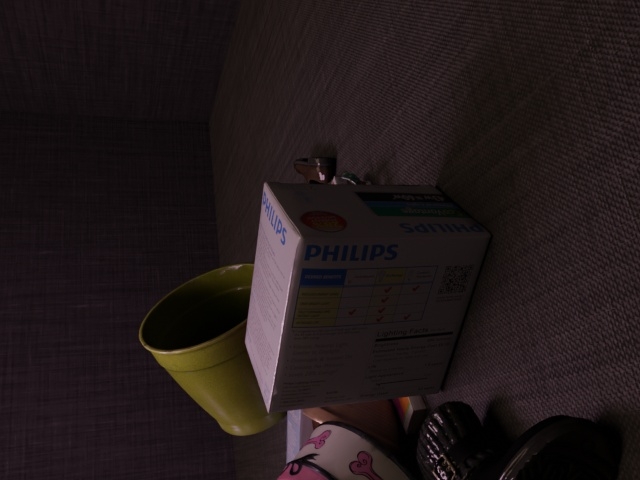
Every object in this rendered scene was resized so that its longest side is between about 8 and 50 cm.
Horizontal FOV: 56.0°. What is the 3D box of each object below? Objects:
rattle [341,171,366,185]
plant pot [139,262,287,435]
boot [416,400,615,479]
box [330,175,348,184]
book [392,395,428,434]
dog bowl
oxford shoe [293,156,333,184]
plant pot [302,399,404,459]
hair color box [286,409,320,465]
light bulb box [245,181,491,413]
[{"bbox_3d":[0.117,-0.124,1.407,0.142,0.130,0.199,-58,9,39],"label":"rattle"},{"bbox_3d":[-0.226,0.304,1.580,0.353,0.367,0.366,69,170,-25],"label":"plant pot"},{"bbox_3d":[0.264,0.327,0.910,0.260,0.131,0.348,-96,29,-62],"label":"boot"},{"bbox_3d":[0.052,-0.059,1.635,0.145,0.038,0.186,115,147,-52],"label":"box"},{"bbox_3d":[0.178,0.329,1.298,0.144,0.035,0.096,-110,24,-45],"label":"book"},{"bbox_3d":[0.068,0.563,1.154,0.408,0.150,0.408,32,136,37],"label":"dog bowl"},{"bbox_3d":[-0.028,-0.200,1.794,0.227,0.083,0.096,-157,64,-70],"label":"oxford shoe"},{"bbox_3d":[0.088,0.388,1.335,0.109,0.237,0.237,-62,15,-13],"label":"plant pot"},{"bbox_3d":[0.018,0.470,1.524,0.113,0.185,0.374,-164,74,-70],"label":"hair color box"},{"bbox_3d":[0.066,0.096,1.117,0.225,0.358,0.361,-124,39,-54],"label":"light bulb box"}]
